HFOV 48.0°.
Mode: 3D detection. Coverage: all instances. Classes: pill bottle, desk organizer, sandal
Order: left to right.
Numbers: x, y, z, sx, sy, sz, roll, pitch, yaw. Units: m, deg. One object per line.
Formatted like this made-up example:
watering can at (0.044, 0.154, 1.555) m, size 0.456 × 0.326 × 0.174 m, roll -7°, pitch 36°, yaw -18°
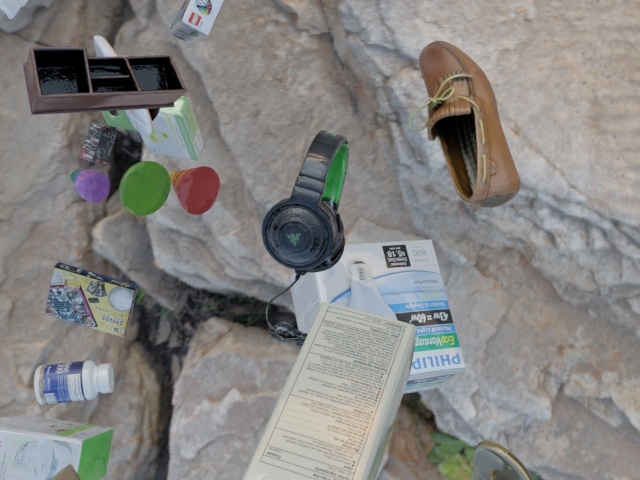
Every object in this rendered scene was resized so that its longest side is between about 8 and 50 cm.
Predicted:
pill bottle at (-0.416, 0.239, 1.221) m, size 0.120 × 0.067 × 0.067 m, roll -5°, pitch 106°, yaw -6°
desk organizer at (-0.188, -0.143, 0.634) m, size 0.050 × 0.130 × 0.047 m, roll -12°, pitch 88°, yaw 62°
sandal at (-0.347, -0.306, 1.334) m, size 0.265 × 0.076 × 0.102 m, roll 55°, pitch 155°, yaw 31°
sandal at (0.196, 0.311, 0.790) m, size 0.072 × 0.049 × 0.180 m, roll 5°, pitch 103°, yaw 39°

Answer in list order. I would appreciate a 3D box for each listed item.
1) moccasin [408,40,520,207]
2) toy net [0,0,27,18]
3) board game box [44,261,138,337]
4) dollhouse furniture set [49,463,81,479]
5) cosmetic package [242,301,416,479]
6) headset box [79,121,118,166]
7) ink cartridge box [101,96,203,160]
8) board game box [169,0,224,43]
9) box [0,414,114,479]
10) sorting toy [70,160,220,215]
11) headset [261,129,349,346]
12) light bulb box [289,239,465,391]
moccasin at (0.272, -0.240, 1.452) m, size 0.139 × 0.146 × 0.380 m, roll -34°, pitch 62°, yaw 51°
toy net at (-0.545, -0.367, 1.071) m, size 0.045 × 0.232 × 0.122 m, roll 28°, pitch 140°, yaw 30°
board game box at (-0.677, 0.176, 2.124) m, size 0.243 × 0.042 × 0.165 m, roll 17°, pitch 110°, yaw -4°
dollhouse furniture set at (-0.192, 0.235, 0.400) m, size 0.151 × 0.144 × 0.123 m, roll -31°, pitch 90°, yaw -5°
cosmetic package at (0.022, 0.248, 0.999) m, size 0.153 × 0.296 × 0.129 m, roll 15°, pitch 139°, yaw 16°
headset box at (-0.446, -0.189, 1.444) m, size 0.032 × 0.062 × 0.083 m, roll 20°, pitch 92°, yaw 11°
ink cartridge box at (-0.380, -0.255, 1.542) m, size 0.234 × 0.171 × 0.056 m, roll 9°, pitch 65°, yaw 7°
board game box at (-0.206, -0.466, 1.321) m, size 0.053 × 0.305 × 0.193 m, roll 24°, pitch 95°, yaw -20°
box at (-0.624, 0.479, 1.636) m, size 0.230 × 0.262 × 0.127 m, roll 8°, pitch 81°, yaw -1°
sorting toy at (-0.410, -0.135, 1.655) m, size 0.126 × 0.365 × 0.127 m, roll 27°, pitch 109°, yaw 39°
headset at (0.000, 0.000, 1.317) m, size 0.185 × 0.243 × 0.395 m, roll 17°, pitch 87°, yaw 9°
light bulb box at (0.138, 0.212, 1.879) m, size 0.225 × 0.357 × 0.361 m, roll 122°, pitch 140°, yaw -60°
